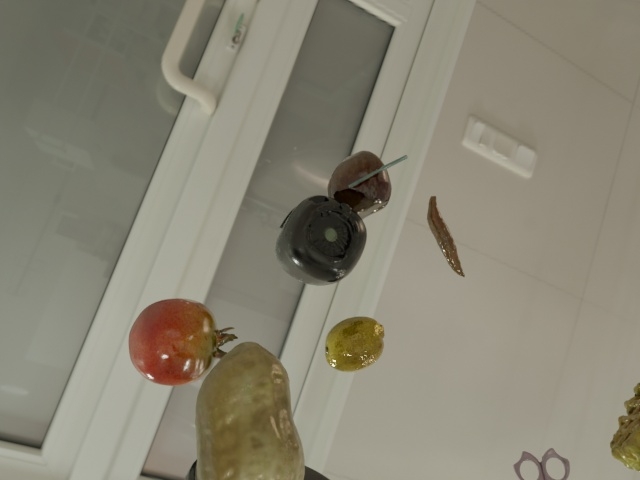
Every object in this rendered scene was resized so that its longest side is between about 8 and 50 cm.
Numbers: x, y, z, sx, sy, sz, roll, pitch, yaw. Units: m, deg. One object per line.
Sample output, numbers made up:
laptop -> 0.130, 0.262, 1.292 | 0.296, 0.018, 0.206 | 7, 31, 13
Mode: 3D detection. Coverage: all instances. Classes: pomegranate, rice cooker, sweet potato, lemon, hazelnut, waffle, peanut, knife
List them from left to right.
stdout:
pomegranate -> -0.327, 0.242, 1.286 | 0.256, 0.221, 0.221 | 6, 173, -11
peanut -> -0.085, 0.235, 0.635 | 0.129, 0.225, 0.129 | -10, 173, -1
rice cooker -> 0.000, 0.000, 1.568 | 0.267, 0.268, 0.224 | 21, 159, -11
lemon -> 0.111, 0.333, 1.722 | 0.207, 0.170, 0.170 | -17, 172, -5
hazelnut -> 0.113, -0.177, 1.729 | 0.217, 0.218, 0.233 | 25, 142, -30
knife -> 0.170, -0.205, 1.585 | 0.015, 0.210, 0.028 | 64, 169, -11
sweet potato -> 0.445, -0.008, 1.928 | 0.066, 0.315, 0.072 | -25, 175, 31
waffle -> 0.457, 0.215, 0.706 | 0.051, 0.194, 0.149 | 36, -162, 15

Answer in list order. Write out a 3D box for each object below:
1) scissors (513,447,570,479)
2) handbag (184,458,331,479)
scissors -> 0.458, 0.529, 1.066 | 0.110, 0.212, 0.021 | -12, 149, 16
handbag -> -0.080, 0.445, 0.872 | 0.307, 0.093, 0.254 | 23, -175, 3
